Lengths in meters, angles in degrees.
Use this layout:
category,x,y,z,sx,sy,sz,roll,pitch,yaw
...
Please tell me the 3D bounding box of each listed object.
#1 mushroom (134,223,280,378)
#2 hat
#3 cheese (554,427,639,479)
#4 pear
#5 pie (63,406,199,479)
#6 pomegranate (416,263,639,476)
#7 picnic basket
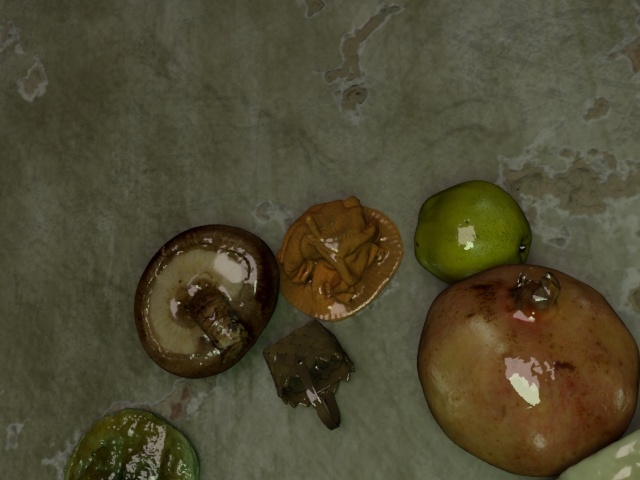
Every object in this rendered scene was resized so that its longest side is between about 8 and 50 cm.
category,x,y,z,sx,sy,sz,roll,pitch,yaw
mushroom,-0.200,0.112,1.578,0.297,0.163,0.278,-48,58,7
hat,0.000,0.000,1.522,0.244,0.233,0.234,13,74,20
cheese,0.458,0.359,1.237,0.317,0.326,0.115,-7,56,-26
pear,0.257,-0.012,1.475,0.198,0.198,0.198,-6,69,15
pie,-0.349,0.431,1.560,0.276,0.078,0.277,-5,68,14
pomegranate,0.307,0.177,1.305,0.338,0.338,0.338,-6,69,15
picnic basket,-0.007,0.243,1.492,0.137,0.128,0.178,-32,48,7
